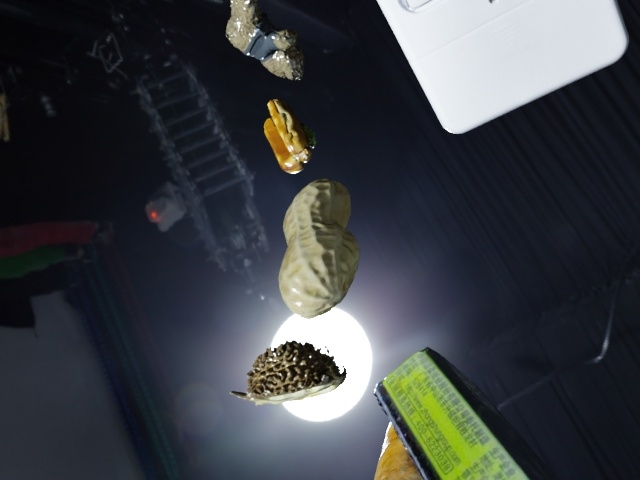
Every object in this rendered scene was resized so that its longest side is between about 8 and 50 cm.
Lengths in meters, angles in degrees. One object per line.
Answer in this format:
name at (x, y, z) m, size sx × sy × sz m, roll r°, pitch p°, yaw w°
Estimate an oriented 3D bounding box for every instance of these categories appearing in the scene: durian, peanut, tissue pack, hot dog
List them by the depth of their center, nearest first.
tissue pack at (0.242, 0.331, 0.679) m, size 0.124 × 0.288 × 0.394 m, roll -42°, pitch 29°, yaw 3°
durian at (-0.053, 0.195, 0.866) m, size 0.188 × 0.092 × 0.148 m, roll -21°, pitch -19°, yaw 13°
peanut at (0.000, 0.000, 0.995) m, size 0.136 × 0.299 × 0.120 m, roll -11°, pitch -47°, yaw 12°
hot dog at (-0.090, -0.302, 1.692) m, size 0.100 × 0.337 × 0.135 m, roll 3°, pitch -57°, yaw -22°

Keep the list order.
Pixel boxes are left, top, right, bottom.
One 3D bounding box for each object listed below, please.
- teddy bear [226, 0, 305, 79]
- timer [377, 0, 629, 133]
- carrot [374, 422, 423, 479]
teddy bear at (-0.124, -0.429, 1.169) m, size 0.129 × 0.182 × 0.251 m, roll -29°, pitch -57°, yaw 7°
timer at (0.183, -0.264, 0.621) m, size 0.192 × 0.194 × 0.195 m, roll -23°, pitch 26°, yaw 24°
carrot at (0.215, 0.535, 1.228) m, size 0.224 × 0.224 × 0.341 m, roll -32°, pitch 17°, yaw 23°
